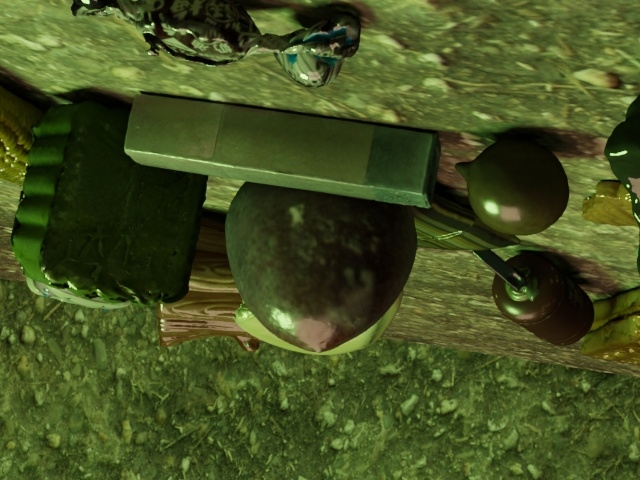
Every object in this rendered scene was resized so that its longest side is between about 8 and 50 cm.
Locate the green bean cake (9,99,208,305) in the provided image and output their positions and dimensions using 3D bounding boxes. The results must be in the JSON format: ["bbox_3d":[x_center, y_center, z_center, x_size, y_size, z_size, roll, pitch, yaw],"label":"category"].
[{"bbox_3d":[-0.230,-0.039,1.369,0.200,0.214,0.113,16,175,-39],"label":"green bean cake"}]

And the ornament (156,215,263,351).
[{"bbox_3d":[-0.136,0.071,1.928,0.218,0.221,0.235,7,179,1],"label":"ornament"}]

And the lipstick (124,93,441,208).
[{"bbox_3d":[-0.039,-0.092,1.255,0.317,0.068,0.066,9,171,12],"label":"lipstick"}]

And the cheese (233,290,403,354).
[{"bbox_3d":[-0.010,0.058,1.723,0.233,0.127,0.266,15,141,-13],"label":"cheese"}]

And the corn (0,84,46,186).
[{"bbox_3d":[-0.362,-0.121,1.382,0.101,0.101,0.310,8,172,17],"label":"corn"}]

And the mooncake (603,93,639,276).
[{"bbox_3d":[0.283,-0.034,0.919,0.104,0.175,0.168,5,-175,40],"label":"mooncake"}]

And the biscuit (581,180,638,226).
[{"bbox_3d":[0.366,-0.033,1.277,0.162,0.035,0.250,11,170,-26],"label":"biscuit"}]

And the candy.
[{"bbox_3d":[-0.082,-0.167,0.935,0.226,0.051,0.094,9,160,2],"label":"candy"}]

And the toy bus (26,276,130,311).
[{"bbox_3d":[-0.298,-0.013,1.625,0.142,0.202,0.142,18,166,-36],"label":"toy bus"}]

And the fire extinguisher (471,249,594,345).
[{"bbox_3d":[0.303,0.069,1.783,0.138,0.102,0.344,45,-173,27],"label":"fire extinguisher"}]

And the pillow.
[{"bbox_3d":[0.110,-0.027,1.525,0.212,0.052,0.208,0,162,45],"label":"pillow"}]

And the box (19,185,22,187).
[{"bbox_3d":[-0.399,-0.103,1.668,0.036,0.050,0.117,13,169,-3],"label":"box"}]

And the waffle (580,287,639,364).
[{"bbox_3d":[0.551,0.144,1.918,0.224,0.098,0.327,9,172,-2],"label":"waffle"}]

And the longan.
[{"bbox_3d":[0.182,-0.054,1.168,0.113,0.092,0.113,21,-170,-4],"label":"longan"}]

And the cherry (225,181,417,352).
[{"bbox_3d":[0.000,0.000,1.351,0.213,0.266,0.183,-12,152,12],"label":"cherry"}]

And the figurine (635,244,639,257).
[{"bbox_3d":[0.382,-0.010,1.087,0.183,0.160,0.226,18,177,-36],"label":"figurine"}]
